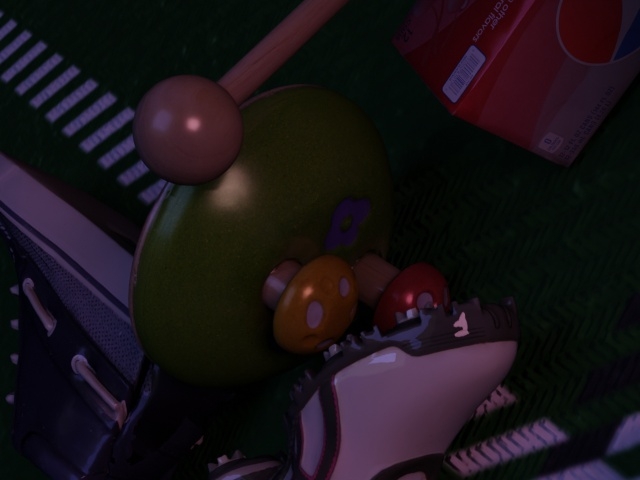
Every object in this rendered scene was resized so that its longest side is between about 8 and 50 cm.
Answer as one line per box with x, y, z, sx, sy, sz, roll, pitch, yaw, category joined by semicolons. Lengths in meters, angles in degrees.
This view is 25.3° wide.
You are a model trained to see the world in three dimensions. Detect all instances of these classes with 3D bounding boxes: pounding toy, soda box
0.000;0.000;0.752;0.110;0.183;0.237;32;143;32;pounding toy
0.152;-0.171;0.708;0.263;0.092;0.083;-55;38;20;soda box

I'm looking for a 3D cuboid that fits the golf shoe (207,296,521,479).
0.024;0.131;0.750;0.273;0.105;0.120;-47;58;36;golf shoe

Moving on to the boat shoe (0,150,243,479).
-0.181;0.057;0.994;0.158;0.127;0.340;-59;38;3;boat shoe
